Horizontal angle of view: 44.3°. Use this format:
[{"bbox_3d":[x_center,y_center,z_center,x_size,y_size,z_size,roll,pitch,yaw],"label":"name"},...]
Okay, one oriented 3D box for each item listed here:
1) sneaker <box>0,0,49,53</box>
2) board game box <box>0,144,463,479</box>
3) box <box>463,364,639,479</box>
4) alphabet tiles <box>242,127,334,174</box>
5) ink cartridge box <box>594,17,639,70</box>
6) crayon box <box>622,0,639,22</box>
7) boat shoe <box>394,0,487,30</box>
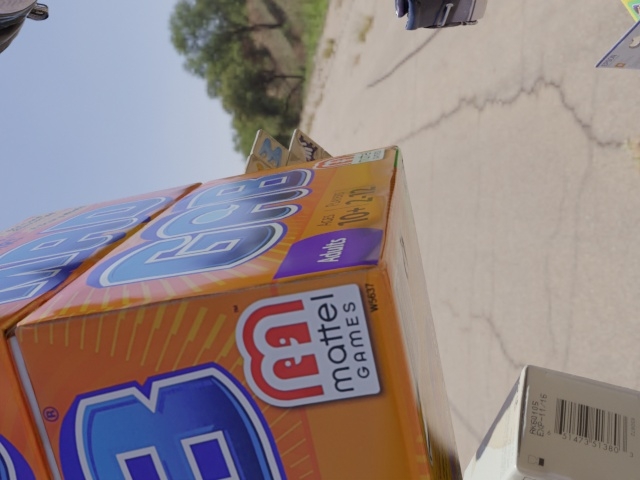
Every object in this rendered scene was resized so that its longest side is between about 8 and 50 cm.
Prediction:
[{"bbox_3d":[-0.393,-0.222,0.742,0.153,0.268,0.101,151,112,-77],"label":"sneaker"},{"bbox_3d":[-0.086,0.161,0.570,0.356,0.356,0.356,-66,-35,-74],"label":"board game box"},{"bbox_3d":[0.255,0.279,0.894,0.311,0.147,0.121,98,-173,-54],"label":"box"},{"bbox_3d":[0.000,0.000,1.089,0.011,0.285,0.343,-33,31,37],"label":"alphabet tiles"},{"bbox_3d":[0.571,-0.316,1.207,0.223,0.223,0.045,111,166,-77],"label":"ink cartridge box"},{"bbox_3d":[0.745,-0.426,1.573,0.081,0.278,0.165,-47,20,-7],"label":"crayon box"},{"bbox_3d":[0.214,-0.510,1.348,0.341,0.158,0.127,88,163,-46],"label":"boat shoe"}]
